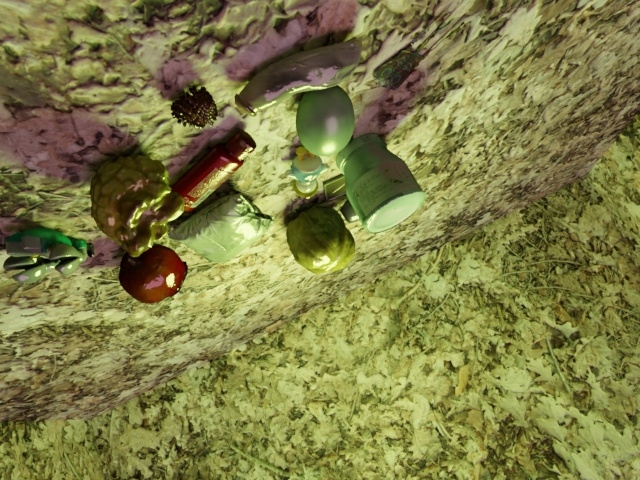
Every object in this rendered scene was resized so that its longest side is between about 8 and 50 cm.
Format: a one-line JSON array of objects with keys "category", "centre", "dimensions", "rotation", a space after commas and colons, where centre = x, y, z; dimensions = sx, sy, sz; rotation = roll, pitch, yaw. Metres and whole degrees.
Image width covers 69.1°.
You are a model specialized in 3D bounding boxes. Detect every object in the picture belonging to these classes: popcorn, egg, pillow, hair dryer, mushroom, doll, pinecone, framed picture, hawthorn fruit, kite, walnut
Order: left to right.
[{"category": "doll", "centre": [-0.755, 0.040, 1.333], "dimensions": [0.194, 0.153, 0.258], "rotation": [-26, 168, 38]}, {"category": "popcorn", "centre": [-0.484, -0.087, 1.225], "dimensions": [0.236, 0.252, 0.206], "rotation": [-24, 164, 5]}, {"category": "hawthorn fruit", "centre": [-0.593, 0.111, 1.612], "dimensions": [0.215, 0.215, 0.250], "rotation": [-27, 160, 0]}, {"category": "pinecone", "centre": [-0.305, -0.317, 1.119], "dimensions": [0.109, 0.102, 0.102], "rotation": [-13, 157, -6]}, {"category": "pillow", "centre": [-0.338, -0.043, 1.627], "dimensions": [0.309, 0.138, 0.283], "rotation": [-31, 153, 14]}, {"category": "mushroom", "centre": [-0.054, -0.417, 1.173], "dimensions": [0.351, 0.097, 0.109], "rotation": [-22, 137, -2]}, {"category": "doll", "centre": [-0.049, -0.227, 1.597], "dimensions": [0.135, 0.098, 0.241], "rotation": [-43, 166, -21]}, {"category": "walnut", "centre": [-0.001, -0.001, 1.931], "dimensions": [0.253, 0.277, 0.282], "rotation": [-33, 147, 2]}, {"category": "egg", "centre": [0.013, -0.340, 1.314], "dimensions": [0.167, 0.168, 0.231], "rotation": [-21, 151, -14]}, {"category": "framed picture", "centre": [0.107, -0.232, 1.866], "dimensions": [0.203, 0.015, 0.150], "rotation": [-25, 158, -5]}, {"category": "hair dryer", "centre": [0.235, -0.162, 2.095], "dimensions": [0.301, 0.121, 0.361], "rotation": [-35, 168, -2]}, {"category": "kite", "centre": [0.283, -0.550, 1.355], "dimensions": [0.285, 0.015, 0.152], "rotation": [-36, 159, 29]}]

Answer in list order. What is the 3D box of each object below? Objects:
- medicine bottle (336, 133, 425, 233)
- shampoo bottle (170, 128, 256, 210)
[{"category": "medicine bottle", "centre": [0.200, -0.208, 1.658], "dimensions": [0.244, 0.290, 0.245], "rotation": [-24, 157, -11]}, {"category": "shampoo bottle", "centre": [-0.322, -0.203, 1.371], "dimensions": [0.314, 0.076, 0.118], "rotation": [-37, 155, 23]}]
